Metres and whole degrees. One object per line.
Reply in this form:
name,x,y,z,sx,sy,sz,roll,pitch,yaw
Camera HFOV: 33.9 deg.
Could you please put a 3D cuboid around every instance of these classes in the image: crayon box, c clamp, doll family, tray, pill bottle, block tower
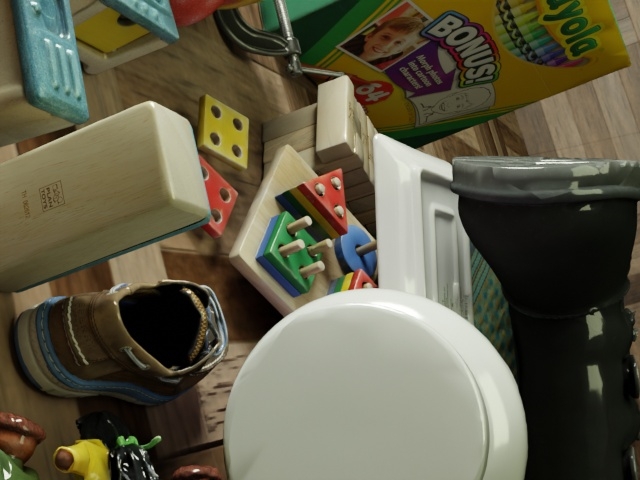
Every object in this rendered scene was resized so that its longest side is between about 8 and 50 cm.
crayon box,0.148,-0.245,1.151,0.363,0.313,0.106,33,42,-61
c clamp,-0.053,-0.223,0.978,0.137,0.022,0.160,-5,73,-45
doll family,-0.095,0.137,0.485,0.193,0.076,0.111,70,13,-53
tray,0.093,0.055,0.855,0.145,0.030,0.270,13,73,-58
pill bottle,0.037,0.119,0.629,0.301,0.169,0.169,56,19,-75
block tower,0.055,0.000,1.005,0.091,0.097,0.335,-91,156,-43

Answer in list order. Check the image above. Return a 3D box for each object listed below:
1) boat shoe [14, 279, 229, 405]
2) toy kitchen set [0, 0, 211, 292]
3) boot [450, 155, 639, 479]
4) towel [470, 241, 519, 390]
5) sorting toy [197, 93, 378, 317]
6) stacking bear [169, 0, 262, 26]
boat shoe,-0.089,0.056,0.591,0.183,0.066,0.066,3,69,-69
toy kitchen set,-0.110,-0.080,0.579,0.166,0.122,0.207,22,52,-65
boot,0.202,0.154,0.897,0.367,0.146,0.445,-3,96,-65
towel,0.148,0.167,1.018,0.370,0.040,0.271,53,53,-39
sorting toy,0.000,0.000,0.813,0.274,0.046,0.132,47,40,-25
stacking bear,-0.081,-0.250,0.794,0.164,0.175,0.289,57,32,-18
